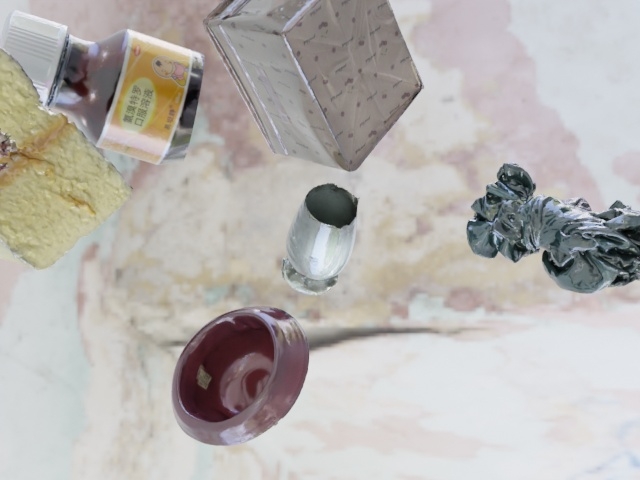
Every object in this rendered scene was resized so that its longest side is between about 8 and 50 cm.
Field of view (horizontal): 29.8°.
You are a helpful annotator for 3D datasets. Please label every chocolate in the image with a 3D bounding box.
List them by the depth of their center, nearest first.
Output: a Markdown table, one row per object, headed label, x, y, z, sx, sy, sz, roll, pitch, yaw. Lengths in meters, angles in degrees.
| label | x | y | z | sx | sy | sz | roll | pitch | yaw |
| --- | --- | --- | --- | --- | --- | --- | --- | --- | --- |
| chocolate | 0.413 | -0.046 | 2.132 | 0.072 | 0.147 | 0.070 | 55 | 134 | 35 |

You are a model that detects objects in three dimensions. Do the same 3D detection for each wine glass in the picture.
| label | x | y | z | sx | sy | sz | roll | pitch | yaw |
| --- | --- | --- | --- | --- | --- | --- | --- | --- | --- |
| wine glass | 0.000 | 0.000 | 1.995 | 0.204 | 0.111 | 0.111 | 109 | 174 | -51 |

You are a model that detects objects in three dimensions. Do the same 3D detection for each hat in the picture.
| label | x | y | z | sx | sy | sz | roll | pitch | yaw |
| --- | --- | --- | --- | --- | --- | --- | --- | --- | --- |
| hat | -0.095 | 0.176 | 1.531 | 0.089 | 0.205 | 0.206 | 42 | -134 | -45 |

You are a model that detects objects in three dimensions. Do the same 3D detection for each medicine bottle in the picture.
| label | x | y | z | sx | sy | sz | roll | pitch | yaw |
| --- | --- | --- | --- | --- | --- | --- | --- | --- | --- |
| medicine bottle | -0.426 | -0.292 | 2.295 | 0.242 | 0.395 | 0.243 | -169 | 90 | -75 |

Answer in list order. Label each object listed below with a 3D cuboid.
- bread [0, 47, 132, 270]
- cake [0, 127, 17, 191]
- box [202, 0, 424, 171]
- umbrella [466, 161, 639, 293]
| label | x | y | z | sx | sy | sz | roll | pitch | yaw |
| --- | --- | --- | --- | --- | --- | --- | --- | --- | --- |
| bread | -0.574 | -0.137 | 1.904 | 0.242 | 0.405 | 0.346 | -51 | -53 | -24 |
| cake | -0.478 | -0.093 | 1.337 | 0.287 | 0.135 | 0.098 | -2 | -99 | -40 |
| box | -0.002 | -0.297 | 1.950 | 0.225 | 0.190 | 0.297 | -50 | -45 | -23 |
| umbrella | 0.355 | -0.001 | 1.642 | 0.094 | 0.348 | 0.143 | 8 | -77 | -51 |
